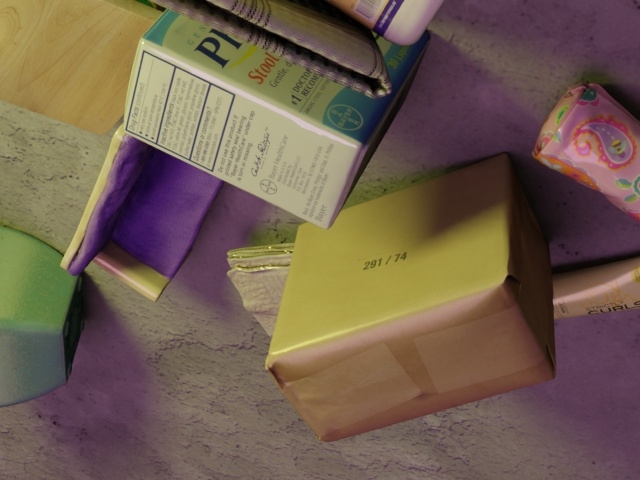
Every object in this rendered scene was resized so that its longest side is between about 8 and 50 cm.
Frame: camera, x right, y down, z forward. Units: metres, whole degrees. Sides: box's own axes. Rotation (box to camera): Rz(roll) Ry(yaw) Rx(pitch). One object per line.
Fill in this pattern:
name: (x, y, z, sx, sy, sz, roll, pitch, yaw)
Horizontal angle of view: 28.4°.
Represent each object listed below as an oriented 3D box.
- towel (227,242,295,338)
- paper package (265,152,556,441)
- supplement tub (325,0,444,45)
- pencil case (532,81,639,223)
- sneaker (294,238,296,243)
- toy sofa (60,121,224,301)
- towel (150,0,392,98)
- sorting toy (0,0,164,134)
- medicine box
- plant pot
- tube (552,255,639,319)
towel: (-0.013, 0.108, 1.925, 0.187, 0.049, 0.282, -6, 136, 34)
paper package: (0.122, 0.070, 1.629, 0.324, 0.309, 0.168, -19, 121, 20)
supplement tub: (0.021, -0.390, 1.362, 0.331, 0.241, 0.241, 33, 136, -2)
pencil case: (0.400, -0.079, 1.532, 0.284, 0.124, 0.124, 32, 136, -1)
sneaker: (0.000, 0.000, 1.859, 0.067, 0.042, 0.118, 28, 138, -2)
toy sofa: (-0.236, -0.063, 1.832, 0.150, 0.177, 0.362, 32, 135, -1)
towel: (-0.083, -0.299, 1.403, 0.324, 0.312, 0.056, 20, 119, -22)
sorting toy: (-0.348, -0.281, 1.702, 0.255, 0.089, 0.257, 19, 142, -29)
medicine box: (-0.051, -0.197, 1.554, 0.289, 0.263, 0.149, 26, 135, 4)
plant pot: (-0.534, 0.132, 2.120, 0.252, 0.247, 0.248, 7, 133, 0)
tube: (0.377, 0.066, 1.713, 0.240, 0.062, 0.070, -11, 163, 29)
